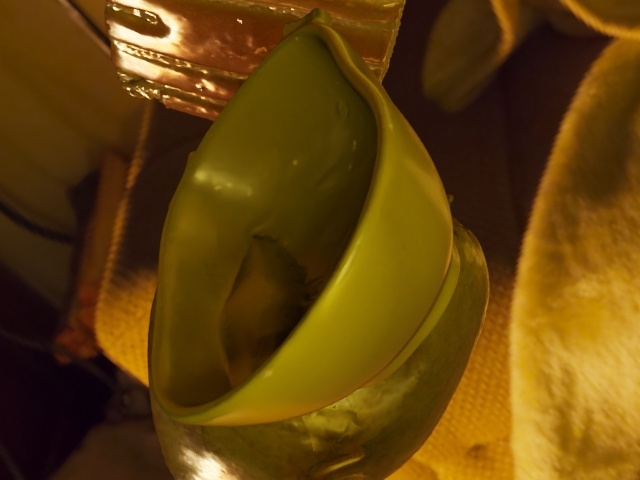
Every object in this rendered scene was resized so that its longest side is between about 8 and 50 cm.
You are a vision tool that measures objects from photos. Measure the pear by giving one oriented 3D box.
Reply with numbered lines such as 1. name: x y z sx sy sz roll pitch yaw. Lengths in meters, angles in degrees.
1. pear: -0.008 0.077 1.031 0.321 0.269 0.269 -50 27 12

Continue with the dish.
1. dish: 0.000 0.000 0.749 0.221 0.108 0.262 -49 30 24

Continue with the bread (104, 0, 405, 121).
1. bread: -0.058 -0.185 1.048 0.239 0.246 0.111 105 178 -64
